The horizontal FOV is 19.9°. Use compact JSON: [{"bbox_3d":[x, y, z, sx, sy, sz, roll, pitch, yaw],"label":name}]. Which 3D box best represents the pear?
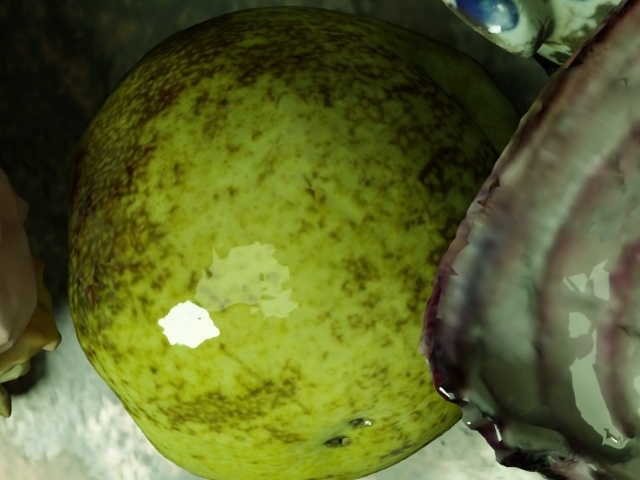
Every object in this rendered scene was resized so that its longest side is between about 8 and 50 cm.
[{"bbox_3d":[0.000,0.000,0.722,0.197,0.197,0.197,5,103,21],"label":"pear"}]

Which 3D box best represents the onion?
[{"bbox_3d":[0.214,0.032,0.656,0.314,0.146,0.280,36,78,6],"label":"onion"}]

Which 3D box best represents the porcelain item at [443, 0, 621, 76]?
[{"bbox_3d":[0.057,-0.187,0.693,0.288,0.138,0.186,33,102,11],"label":"porcelain item"}]

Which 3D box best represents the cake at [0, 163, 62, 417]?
[{"bbox_3d":[-0.301,-0.012,0.732,0.314,0.307,0.293,62,155,3],"label":"cake"}]
